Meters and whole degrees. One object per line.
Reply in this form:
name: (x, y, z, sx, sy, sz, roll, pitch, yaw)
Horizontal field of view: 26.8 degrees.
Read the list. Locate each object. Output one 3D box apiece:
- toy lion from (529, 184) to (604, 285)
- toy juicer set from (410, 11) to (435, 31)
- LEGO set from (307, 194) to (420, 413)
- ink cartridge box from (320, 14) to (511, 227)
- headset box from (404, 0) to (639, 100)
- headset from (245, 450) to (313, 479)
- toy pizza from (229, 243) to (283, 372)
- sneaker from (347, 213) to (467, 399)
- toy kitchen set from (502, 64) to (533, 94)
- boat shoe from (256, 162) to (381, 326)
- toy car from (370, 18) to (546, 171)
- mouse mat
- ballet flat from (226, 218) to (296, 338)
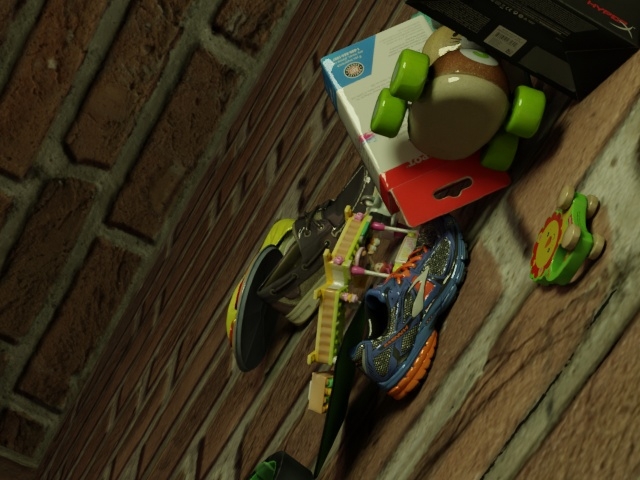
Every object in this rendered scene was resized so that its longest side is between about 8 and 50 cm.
toy lion: (0.219, 0.006, 1.228, 0.100, 0.034, 0.096, -83, 16, -54)
toy juicer set: (0.163, -0.237, 1.711, 0.209, 0.089, 0.329, 55, -134, -70)
LEGO set: (0.061, 0.073, 1.635, 0.132, 0.107, 0.287, 63, -140, -62)
ink cartridge box: (0.108, -0.124, 1.521, 0.134, 0.231, 0.078, -24, -19, -5)
headset box: (0.231, -0.325, 1.398, 0.110, 0.218, 0.293, -44, 23, 52)
headset: (-0.153, 0.400, 1.557, 0.243, 0.185, 0.394, -47, 10, 52)
toy pizza: (-0.101, 0.102, 2.057, 0.201, 0.032, 0.201, 12, -90, -75)
sneaker: (0.096, 0.059, 1.467, 0.083, 0.087, 0.221, -36, 30, 62)
toy kitchen set: (0.238, -0.245, 1.568, 0.122, 0.166, 0.207, 153, 105, -70)
boat shoe: (0.000, 0.000, 1.935, 0.285, 0.092, 0.103, -57, 16, 30)
toy car: (0.154, -0.193, 1.431, 0.149, 0.155, 0.188, 119, 166, -61)
mouse mat: (0.026, 0.158, 1.517, 0.152, 0.007, 0.190, -57, -21, -62)
ballet flat: (-0.084, 0.067, 2.195, 0.077, 0.077, 0.231, 1, 62, 57)
